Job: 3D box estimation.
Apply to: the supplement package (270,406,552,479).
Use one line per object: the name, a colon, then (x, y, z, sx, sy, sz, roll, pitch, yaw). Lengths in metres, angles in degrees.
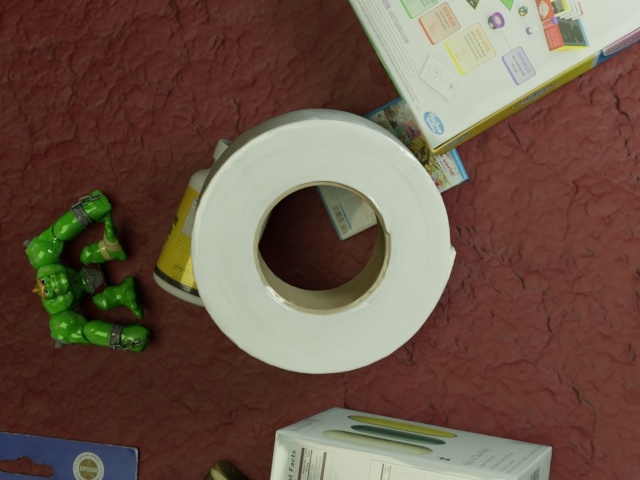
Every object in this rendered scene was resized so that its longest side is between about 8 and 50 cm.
supplement package: (0.095, 0.310, 1.648, 0.263, 0.199, 0.198, 8, 94, 19)

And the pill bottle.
pill bottle: (-0.117, -0.020, 1.761, 0.103, 0.103, 0.184, 26, 100, 17)

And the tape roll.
tape roll: (0.000, 0.000, 1.668, 0.286, 0.100, 0.286, -1, 101, -3)

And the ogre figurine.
ogre figurine: (-0.286, 0.051, 1.834, 0.118, 0.097, 0.197, -19, 101, 1)

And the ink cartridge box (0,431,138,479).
ink cartridge box: (-0.390, 0.410, 1.894, 0.324, 0.071, 0.330, 3, 94, 20)

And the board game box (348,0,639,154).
board game box: (0.205, -0.274, 1.650, 0.317, 0.064, 0.242, -30, 82, 15)

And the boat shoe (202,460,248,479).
boat shoe: (-0.084, 0.330, 1.793, 0.049, 0.056, 0.152, -48, 67, 20)

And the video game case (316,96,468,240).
video game case: (0.072, -0.088, 1.739, 0.166, 0.015, 0.119, -26, 83, 19)
